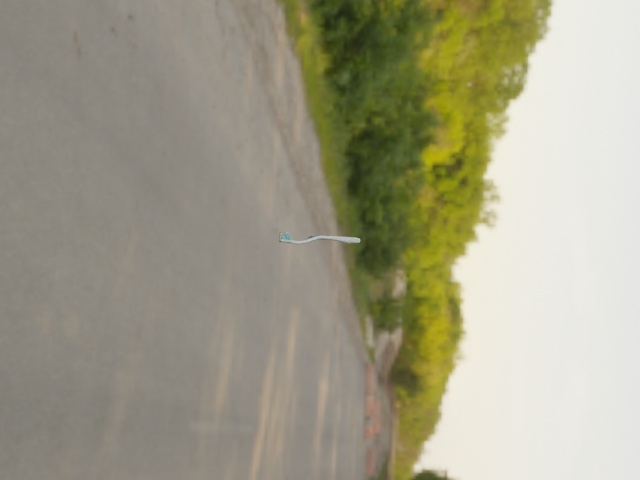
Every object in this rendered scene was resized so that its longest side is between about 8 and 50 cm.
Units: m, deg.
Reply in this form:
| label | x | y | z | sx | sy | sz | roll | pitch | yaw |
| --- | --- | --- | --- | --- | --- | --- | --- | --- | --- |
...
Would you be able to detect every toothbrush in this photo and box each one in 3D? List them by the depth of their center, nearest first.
| label | x | y | z | sx | sy | sz | roll | pitch | yaw |
| --- | --- | --- | --- | --- | --- | --- | --- | --- | --- |
| toothbrush | 0.000 | 0.000 | 1.549 | 0.162 | 0.014 | 0.017 | 4 | 85 | -44 |
